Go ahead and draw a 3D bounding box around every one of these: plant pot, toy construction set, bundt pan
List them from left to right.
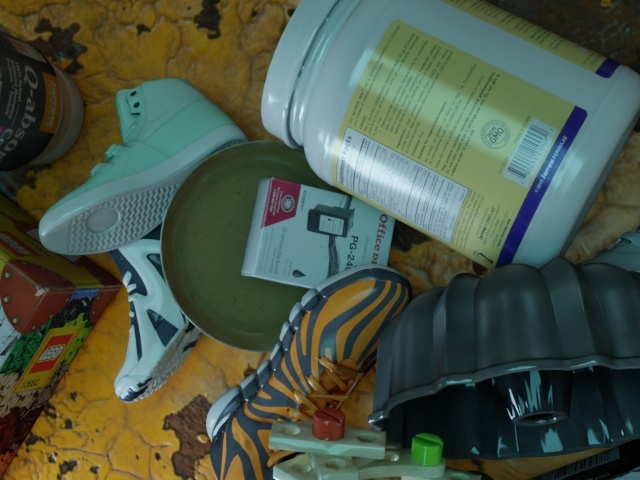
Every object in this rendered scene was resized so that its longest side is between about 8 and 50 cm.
[{"bbox_3d":[-0.065,0.007,1.146,0.236,0.032,0.236,0,88,-17],"label":"plant pot"},{"bbox_3d":[0.049,0.291,0.958,0.215,0.151,0.328,10,121,21],"label":"toy construction set"},{"bbox_3d":[0.206,0.115,0.986,0.330,0.331,0.124,-9,64,14],"label":"bundt pan"}]

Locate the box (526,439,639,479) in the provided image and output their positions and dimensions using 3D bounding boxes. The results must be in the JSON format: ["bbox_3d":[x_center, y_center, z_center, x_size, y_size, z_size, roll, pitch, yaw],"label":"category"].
[{"bbox_3d":[0.290,0.330,1.020,0.168,0.167,0.203,-25,82,13],"label":"box"}]

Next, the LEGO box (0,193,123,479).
[{"bbox_3d":[-0.558,0.070,1.240,0.500,0.193,0.373,34,97,13],"label":"LEGO box"}]

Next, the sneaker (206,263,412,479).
[{"bbox_3d":[0.000,0.182,1.071,0.124,0.180,0.321,24,119,-28],"label":"sneaker"}]

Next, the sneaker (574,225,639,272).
[{"bbox_3d":[0.365,0.011,1.064,0.281,0.105,0.115,-19,52,17],"label":"sneaker"}]

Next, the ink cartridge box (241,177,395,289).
[{"bbox_3d":[0.000,0.000,1.115,0.150,0.063,0.109,12,86,-17],"label":"ink cartridge box"}]

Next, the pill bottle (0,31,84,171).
[{"bbox_3d":[-0.393,-0.164,1.158,0.162,0.278,0.162,0,89,15],"label":"pill bottle"}]

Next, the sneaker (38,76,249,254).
[{"bbox_3d":[-0.225,-0.091,1.164,0.255,0.094,0.151,-31,59,-16],"label":"sneaker"}]

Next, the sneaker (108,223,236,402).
[{"bbox_3d":[-0.208,0.060,1.199,0.153,0.094,0.235,32,96,15],"label":"sneaker"}]

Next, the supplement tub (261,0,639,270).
[{"bbox_3d":[0.132,-0.126,1.038,0.331,0.241,0.241,29,96,14],"label":"supplement tub"}]
